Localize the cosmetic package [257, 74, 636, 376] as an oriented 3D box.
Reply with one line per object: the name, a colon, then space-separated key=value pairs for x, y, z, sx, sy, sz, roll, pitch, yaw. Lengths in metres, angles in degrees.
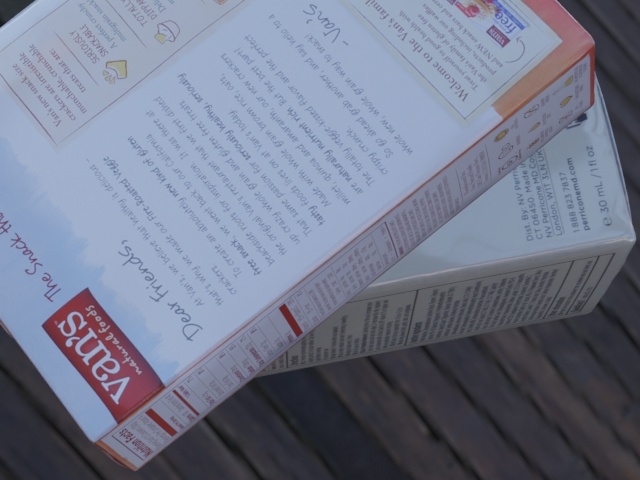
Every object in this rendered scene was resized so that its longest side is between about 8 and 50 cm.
cosmetic package: x=0.000 y=0.000 z=0.974 sx=0.309 sy=0.160 sz=0.113 roll=-9 pitch=74 yaw=-4

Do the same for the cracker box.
cracker box: x=-0.033 y=-0.046 z=0.679 sx=0.232 sy=0.067 sz=0.156 roll=-38 pitch=71 yaw=-5
